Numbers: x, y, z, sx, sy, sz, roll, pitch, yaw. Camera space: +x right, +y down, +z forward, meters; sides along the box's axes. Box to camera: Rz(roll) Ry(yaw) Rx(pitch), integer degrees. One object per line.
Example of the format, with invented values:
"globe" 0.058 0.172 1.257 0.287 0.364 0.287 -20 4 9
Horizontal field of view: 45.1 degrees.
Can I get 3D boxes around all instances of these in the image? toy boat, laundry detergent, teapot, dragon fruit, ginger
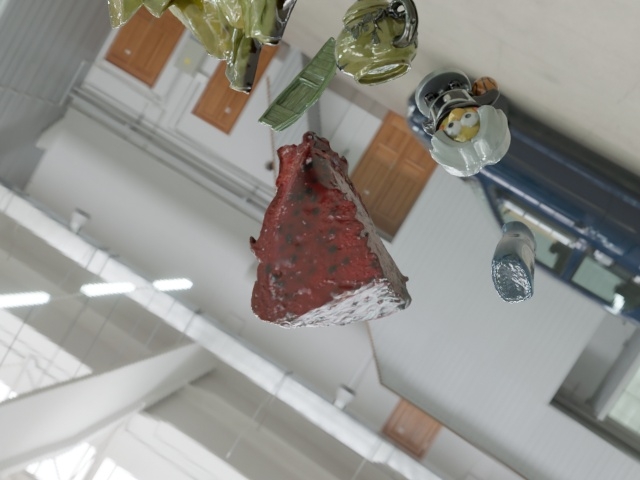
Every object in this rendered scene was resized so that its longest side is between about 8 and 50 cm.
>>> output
"toy boat" -0.036 -0.379 1.914 0.093 0.293 0.055 31 167 34
"laundry detergent" 0.494 0.035 1.948 0.143 0.094 0.290 64 -154 -16
"teapot" 0.112 -0.424 1.556 0.173 0.183 0.269 -11 174 -26
"dragon fruit" -0.009 0.005 1.373 0.329 0.228 0.286 65 -167 20
"ginger" -0.167 -0.434 1.153 0.211 0.359 0.413 9 151 -29

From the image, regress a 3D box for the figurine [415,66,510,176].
"figurine" 0.286 -0.235 1.519 0.133 0.176 0.236 47 -159 -41
